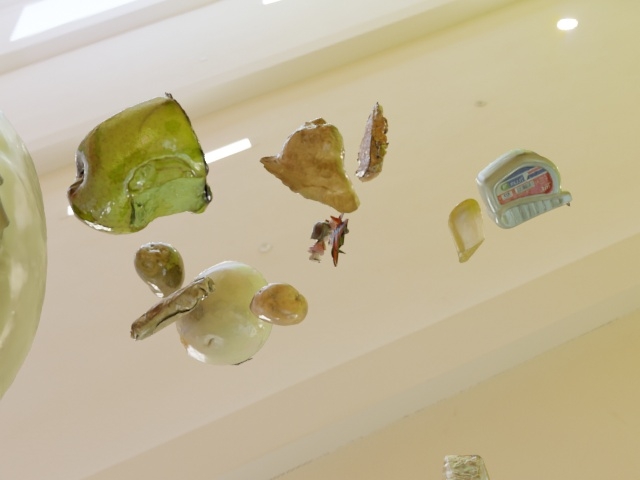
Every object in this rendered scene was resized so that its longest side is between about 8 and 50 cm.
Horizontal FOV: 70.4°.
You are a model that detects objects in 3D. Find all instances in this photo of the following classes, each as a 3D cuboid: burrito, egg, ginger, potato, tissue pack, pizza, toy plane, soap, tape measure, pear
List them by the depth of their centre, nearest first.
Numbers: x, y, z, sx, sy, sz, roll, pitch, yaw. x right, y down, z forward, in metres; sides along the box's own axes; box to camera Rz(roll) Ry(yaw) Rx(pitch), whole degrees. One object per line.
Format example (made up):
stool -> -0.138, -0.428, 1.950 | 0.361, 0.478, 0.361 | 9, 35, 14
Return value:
ginger -> 0.011, -0.127, 0.767 | 0.193, 0.115, 0.122 | 39, -75, 26
burrito -> -0.275, 0.128, 0.829 | 0.188, 0.044, 0.058 | -30, -164, 7
tissue pack -> 0.287, 0.539, 0.870 | 0.092, 0.196, 0.148 | -4, -166, 9
pear -> -0.361, -0.132, 0.883 | 0.256, 0.238, 0.164 | -24, -126, -26
soap -> 0.336, -0.018, 1.030 | 0.089, 0.168, 0.033 | -33, -147, -7
potato -> -0.103, 0.162, 1.154 | 0.147, 0.112, 0.112 | 14, -135, -11
pizza -> 0.155, -0.265, 1.298 | 0.069, 0.147, 0.226 | 12, -116, -10
egg -> -0.313, 0.219, 1.385 | 0.338, 0.201, 0.336 | -3, -99, 19
toy plane -> 0.055, 0.001, 1.457 | 0.061, 0.130, 0.189 | 10, -118, -32
tape measure -> 0.642, -0.170, 1.459 | 0.243, 0.246, 0.125 | -26, -160, 8
potato -> -0.512, 0.102, 1.463 | 0.157, 0.193, 0.157 | 0, -150, 0

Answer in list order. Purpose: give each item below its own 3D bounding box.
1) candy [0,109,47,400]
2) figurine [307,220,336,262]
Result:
candy -> -0.398, 0.012, 0.304 | 0.387, 0.186, 0.426 | -13, -115, -43
figurine -> 0.000, 0.000, 1.331 | 0.072, 0.054, 0.129 | -2, -117, 43
